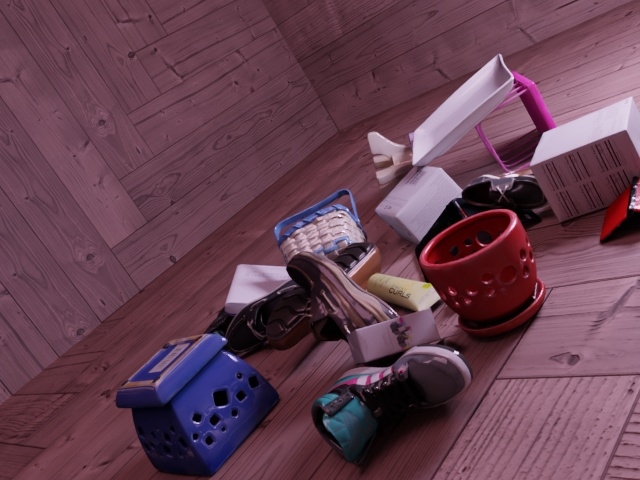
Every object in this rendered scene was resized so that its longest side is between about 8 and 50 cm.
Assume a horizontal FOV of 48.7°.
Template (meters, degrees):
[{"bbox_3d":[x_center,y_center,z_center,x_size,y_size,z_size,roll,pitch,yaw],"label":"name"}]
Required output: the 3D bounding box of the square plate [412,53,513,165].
[{"bbox_3d":[0.399,-0.363,1.991,0.344,0.049,0.347,-42,12,23],"label":"square plate"}]

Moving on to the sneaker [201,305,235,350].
[{"bbox_3d":[-0.260,0.254,1.929,0.267,0.101,0.106,-53,4,-33],"label":"sneaker"}]

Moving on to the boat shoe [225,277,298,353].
[{"bbox_3d":[-0.135,0.195,1.799,0.302,0.114,0.091,-43,8,16],"label":"boat shoe"}]

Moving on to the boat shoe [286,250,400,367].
[{"bbox_3d":[0.026,0.139,1.462,0.130,0.132,0.355,-42,44,-14],"label":"boat shoe"}]

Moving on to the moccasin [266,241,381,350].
[{"bbox_3d":[0.019,0.148,1.684,0.139,0.147,0.380,0,28,38],"label":"moccasin"}]

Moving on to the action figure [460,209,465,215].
[{"bbox_3d":[0.349,-0.073,1.915,0.115,0.030,0.038,-16,26,53],"label":"action figure"}]

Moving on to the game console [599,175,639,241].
[{"bbox_3d":[0.606,-0.053,1.337,0.124,0.085,0.144,11,34,22],"label":"game console"}]

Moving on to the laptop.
[{"bbox_3d":[0.365,-0.010,1.698,0.264,0.136,0.234,-55,9,14],"label":"laptop"}]

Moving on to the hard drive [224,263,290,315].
[{"bbox_3d":[-0.148,0.140,2.006,0.210,0.040,0.319,3,16,-2],"label":"hard drive"}]

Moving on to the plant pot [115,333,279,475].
[{"bbox_3d":[-0.272,0.332,1.493,0.236,0.212,0.236,-17,21,48],"label":"plant pot"}]

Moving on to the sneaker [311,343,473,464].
[{"bbox_3d":[0.090,0.265,1.125,0.295,0.124,0.178,-29,7,45],"label":"sneaker"}]

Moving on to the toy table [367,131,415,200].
[{"bbox_3d":[0.257,-0.248,2.319,0.160,0.252,0.274,-13,9,7],"label":"toy table"}]

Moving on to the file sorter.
[{"bbox_3d":[0.545,-0.336,2.026,0.182,0.202,0.291,-30,14,13],"label":"file sorter"}]

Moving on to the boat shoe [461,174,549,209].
[{"bbox_3d":[0.427,-0.106,1.629,0.079,0.084,0.233,-17,16,-31],"label":"boat shoe"}]

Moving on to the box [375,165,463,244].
[{"bbox_3d":[0.269,-0.098,1.905,0.182,0.119,0.181,-48,15,-3],"label":"box"}]

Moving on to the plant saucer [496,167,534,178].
[{"bbox_3d":[0.513,-0.155,1.738,0.198,0.036,0.198,-16,6,2],"label":"plant saucer"}]

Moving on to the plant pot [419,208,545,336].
[{"bbox_3d":[0.299,0.062,1.267,0.191,0.174,0.191,-31,14,8],"label":"plant pot"}]

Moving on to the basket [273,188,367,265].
[{"bbox_3d":[0.000,0.000,1.983,0.254,0.201,0.289,-28,46,12],"label":"basket"}]

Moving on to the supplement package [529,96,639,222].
[{"bbox_3d":[0.582,-0.171,1.497,0.203,0.149,0.194,-22,18,36],"label":"supplement package"}]

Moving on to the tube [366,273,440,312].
[{"bbox_3d":[0.189,0.115,1.569,0.240,0.062,0.070,11,85,63],"label":"tube"}]

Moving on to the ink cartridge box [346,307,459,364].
[{"bbox_3d":[0.148,0.171,1.288,0.181,0.062,0.104,-14,-10,-11],"label":"ink cartridge box"}]
